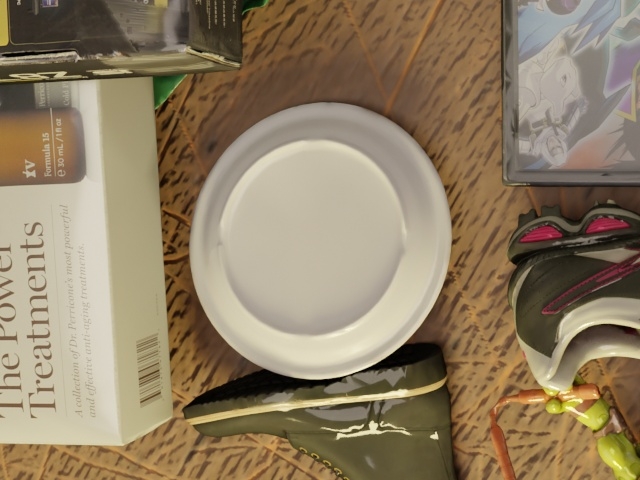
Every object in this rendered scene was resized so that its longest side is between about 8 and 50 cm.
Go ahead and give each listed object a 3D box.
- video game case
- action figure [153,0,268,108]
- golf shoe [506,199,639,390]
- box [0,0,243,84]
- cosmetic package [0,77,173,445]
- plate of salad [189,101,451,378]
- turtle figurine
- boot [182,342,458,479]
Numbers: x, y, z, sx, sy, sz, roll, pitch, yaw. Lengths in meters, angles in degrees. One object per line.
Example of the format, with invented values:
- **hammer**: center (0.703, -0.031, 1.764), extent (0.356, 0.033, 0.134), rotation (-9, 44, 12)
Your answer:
- **video game case**: center (0.256, -0.159, 0.907), extent (0.275, 0.035, 0.248), rotation (1, 99, 16)
- **action figure**: center (-0.066, -0.213, 0.983), extent (0.232, 0.063, 0.137), rotation (-32, 86, 15)
- **golf shoe**: center (0.254, 0.023, 0.880), extent (0.273, 0.120, 0.105), rotation (-16, 138, 23)
- **box**: center (-0.211, -0.294, 0.846), extent (0.318, 0.097, 0.394), rotation (-2, 90, 20)
- **cosmetic package**: center (-0.263, -0.048, 0.978), extent (0.285, 0.097, 0.377), rotation (-2, 95, 18)
- **plate of salad**: center (0.000, 0.000, 0.993), extent (0.200, 0.048, 0.199), rotation (-3, 83, 20)
- **turtle figurine**: center (0.265, 0.162, 0.928), extent (0.217, 0.087, 0.269), rotation (-44, 76, 10)
- **boot**: center (0.005, 0.161, 1.014), extent (0.198, 0.077, 0.137), rotation (-10, 101, 19)
